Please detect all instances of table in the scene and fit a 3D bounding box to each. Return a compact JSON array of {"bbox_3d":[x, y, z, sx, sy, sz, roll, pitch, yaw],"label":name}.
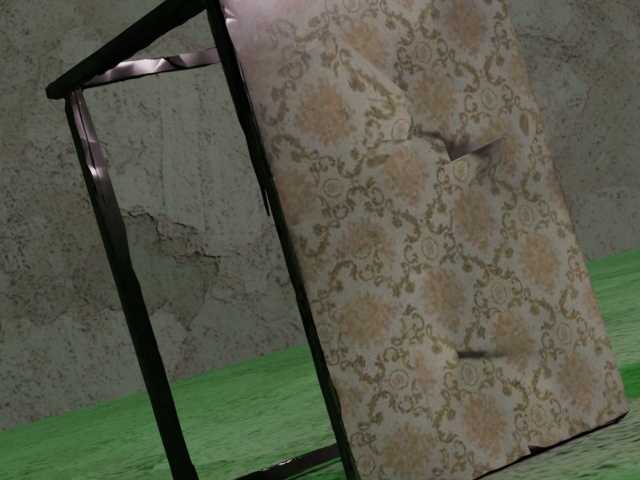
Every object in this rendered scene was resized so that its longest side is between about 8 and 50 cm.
[{"bbox_3d":[0.000,0.000,1.032,0.222,0.335,0.272,-15,-1,-32],"label":"table"}]
